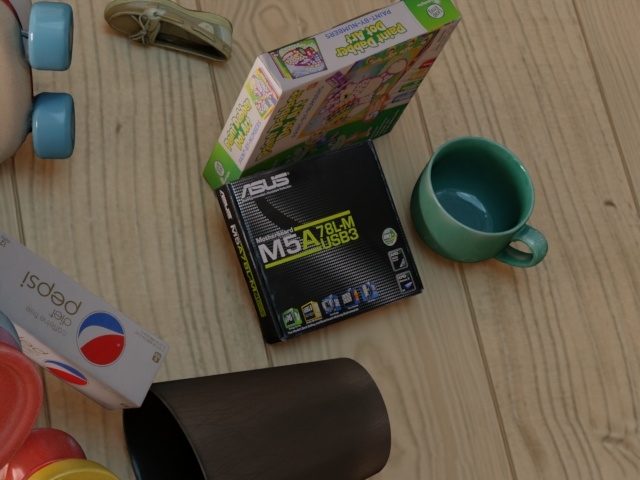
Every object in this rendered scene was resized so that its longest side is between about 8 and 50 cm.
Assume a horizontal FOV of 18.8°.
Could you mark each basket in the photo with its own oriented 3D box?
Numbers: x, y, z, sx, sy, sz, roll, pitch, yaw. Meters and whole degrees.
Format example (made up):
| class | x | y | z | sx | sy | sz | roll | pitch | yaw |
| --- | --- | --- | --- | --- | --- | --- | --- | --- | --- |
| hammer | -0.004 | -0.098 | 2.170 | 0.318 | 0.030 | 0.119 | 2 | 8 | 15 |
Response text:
| class | x | y | z | sx | sy | sz | roll | pitch | yaw |
| --- | --- | --- | --- | --- | --- | --- | --- | --- | --- |
| basket | -0.055 | 0.208 | 1.959 | 0.227 | 0.154 | 0.204 | -13 | 50 | -28 |

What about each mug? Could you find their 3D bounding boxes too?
| class | x | y | z | sx | sy | sz | roll | pitch | yaw |
| --- | --- | --- | --- | --- | --- | --- | --- | --- | --- |
| mug | 0.172 | -0.028 | 2.199 | 0.129 | 0.097 | 0.157 | -7 | 64 | -22 |

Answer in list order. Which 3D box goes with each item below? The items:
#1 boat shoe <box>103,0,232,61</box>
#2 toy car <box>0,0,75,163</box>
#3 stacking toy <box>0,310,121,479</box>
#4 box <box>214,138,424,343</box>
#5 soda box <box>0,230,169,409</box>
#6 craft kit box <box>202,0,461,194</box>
| class | x | y | z | sx | sy | sz | roll | pitch | yaw |
| --- | --- | --- | --- | --- | --- | --- | --- | --- | --- |
| boat shoe | -0.176 | -0.243 | 2.238 | 0.153 | 0.056 | 0.048 | 13 | 53 | -19 |
| toy car | -0.373 | -0.214 | 2.109 | 0.219 | 0.210 | 0.238 | 2 | 31 | -2 |
| stacking toy | -0.360 | 0.213 | 1.815 | 0.279 | 0.309 | 0.130 | -31 | 39 | -9 |
| box | 0.000 | 0.000 | 2.126 | 0.191 | 0.045 | 0.184 | -17 | 90 | -26 |
| soda box | -0.256 | 0.080 | 1.870 | 0.216 | 0.069 | 0.074 | 37 | 64 | -26 |
| craft kit box | 0.009 | -0.159 | 2.131 | 0.247 | 0.250 | 0.061 | -22 | 71 | -27 |
